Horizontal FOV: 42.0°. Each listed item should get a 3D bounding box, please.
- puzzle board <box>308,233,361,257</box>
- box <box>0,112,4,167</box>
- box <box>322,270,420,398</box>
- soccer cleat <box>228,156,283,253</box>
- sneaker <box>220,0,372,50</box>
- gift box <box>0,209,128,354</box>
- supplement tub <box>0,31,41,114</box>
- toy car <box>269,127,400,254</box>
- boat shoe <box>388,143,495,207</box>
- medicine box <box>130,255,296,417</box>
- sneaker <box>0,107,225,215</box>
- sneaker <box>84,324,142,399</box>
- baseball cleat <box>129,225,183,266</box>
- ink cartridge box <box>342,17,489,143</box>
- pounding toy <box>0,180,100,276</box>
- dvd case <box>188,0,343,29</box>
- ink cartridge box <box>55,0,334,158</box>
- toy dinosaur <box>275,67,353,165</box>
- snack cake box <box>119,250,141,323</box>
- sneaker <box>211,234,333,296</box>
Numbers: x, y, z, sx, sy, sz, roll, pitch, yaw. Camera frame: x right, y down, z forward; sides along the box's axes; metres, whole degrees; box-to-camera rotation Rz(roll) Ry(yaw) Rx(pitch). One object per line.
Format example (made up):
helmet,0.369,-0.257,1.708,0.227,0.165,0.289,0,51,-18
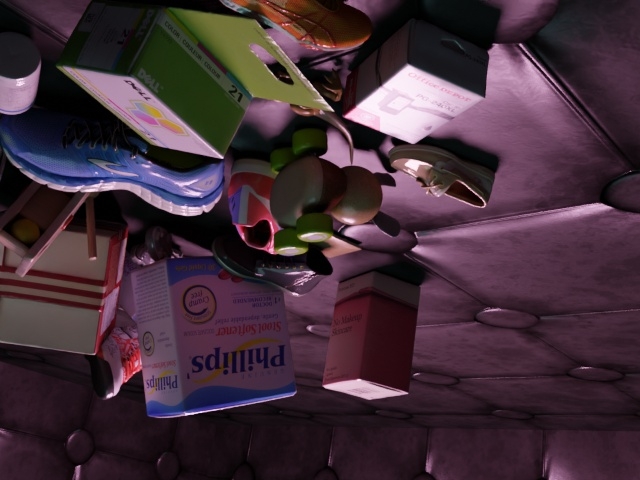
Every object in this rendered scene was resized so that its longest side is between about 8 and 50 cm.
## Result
puzzle board,0.000,0.000,1.572,0.128,0.011,0.096,24,155,-33
box,-0.574,-0.059,1.296,0.127,0.262,0.231,16,159,-19
box,0.106,0.200,1.735,0.127,0.232,0.148,20,156,-26
soccer cleat,-0.090,-0.023,1.397,0.108,0.116,0.318,6,159,11
sneaker,-0.021,-0.241,0.838,0.175,0.064,0.067,15,149,-23
gift box,-0.516,0.075,1.572,0.258,0.255,0.276,9,-179,-7
supplement tub,-0.404,-0.216,1.089,0.071,0.071,0.107,15,157,-16
toy car,0.032,-0.063,1.230,0.188,0.155,0.149,5,163,-27
boat shoe,0.175,-0.091,1.201,0.170,0.059,0.063,15,158,-16
medicine box,-0.207,0.182,1.638,0.263,0.289,0.149,-2,170,-40
sneaker,-0.291,-0.144,1.201,0.330,0.130,0.147,11,145,-15
sneaker,-0.380,0.229,1.645,0.145,0.090,0.270,0,-168,-22
baseball cleat,-0.342,0.024,1.682,0.109,0.072,0.206,5,158,8
ink cartridge box,0.110,-0.183,0.984,0.109,0.063,0.150,18,157,-22
pounding toy,-0.403,-0.043,1.342,0.155,0.269,0.154,38,128,-12
dvd case,-0.089,-0.289,0.852,0.164,0.018,0.221,-1,157,25
ink cartridge box,-0.143,-0.176,0.956,0.255,0.097,0.189,16,165,35
toy dinosaur,-0.009,-0.177,1.075,0.211,0.064,0.112,28,169,-21
snack cake box,-0.396,0.132,1.860,0.152,0.089,0.264,46,168,19
sneaker,-0.089,0.028,1.593,0.222,0.083,0.118,23,147,-23
